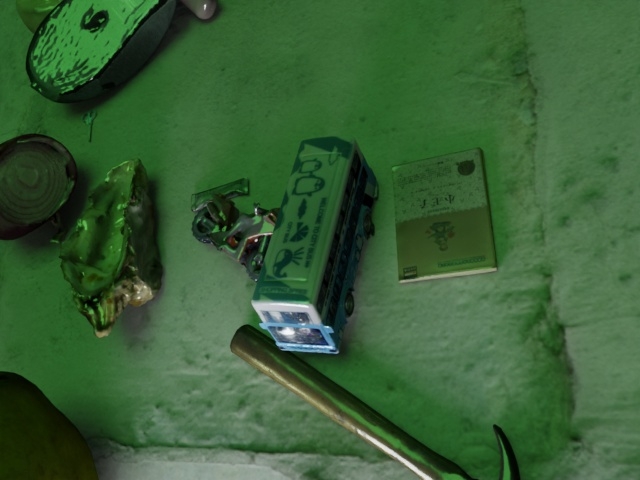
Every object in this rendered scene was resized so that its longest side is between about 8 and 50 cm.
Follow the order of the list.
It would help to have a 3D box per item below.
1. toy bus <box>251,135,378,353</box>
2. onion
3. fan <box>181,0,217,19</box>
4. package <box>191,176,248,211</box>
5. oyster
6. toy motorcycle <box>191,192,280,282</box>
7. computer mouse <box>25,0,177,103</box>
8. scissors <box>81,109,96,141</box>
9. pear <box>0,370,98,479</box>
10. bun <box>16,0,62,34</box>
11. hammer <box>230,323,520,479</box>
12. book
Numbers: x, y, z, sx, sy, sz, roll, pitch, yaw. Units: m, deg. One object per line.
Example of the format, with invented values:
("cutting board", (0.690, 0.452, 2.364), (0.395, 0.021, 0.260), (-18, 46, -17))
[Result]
("toy bus", (0.000, 0.000, 0.893), (0.106, 0.131, 0.297), (-1, 55, 24))
("onion", (-0.563, -0.100, 1.178), (0.201, 0.200, 0.207), (6, 79, 26))
("fan", (-0.298, -0.553, 1.338), (0.244, 0.074, 0.130), (47, 130, 24))
("package", (-0.173, -0.080, 1.088), (0.110, 0.015, 0.037), (-17, 59, 16))
("oyster", (-0.340, 0.016, 1.057), (0.166, 0.110, 0.341), (-25, 54, 3))
("toy motorcycle", (-0.116, -0.018, 0.994), (0.212, 0.084, 0.118), (31, 87, 37))
("computer mouse", (-0.442, -0.432, 1.315), (0.374, 0.114, 0.203), (-40, 85, 4))
("scissors", (-0.476, -0.235, 1.305), (0.036, 0.006, 0.083), (-21, 58, 10))
("pear", (-0.453, 0.364, 0.781), (0.352, 0.352, 0.413), (-19, 70, 13))
("bun", (-0.574, -0.529, 1.434), (0.193, 0.128, 0.178), (-13, 59, 4))
("hammer", (0.044, 0.228, 0.817), (0.440, 0.044, 0.168), (26, 78, 31))
("book", (0.175, -0.038, 0.916), (0.138, 0.016, 0.198), (-10, 61, 19))
